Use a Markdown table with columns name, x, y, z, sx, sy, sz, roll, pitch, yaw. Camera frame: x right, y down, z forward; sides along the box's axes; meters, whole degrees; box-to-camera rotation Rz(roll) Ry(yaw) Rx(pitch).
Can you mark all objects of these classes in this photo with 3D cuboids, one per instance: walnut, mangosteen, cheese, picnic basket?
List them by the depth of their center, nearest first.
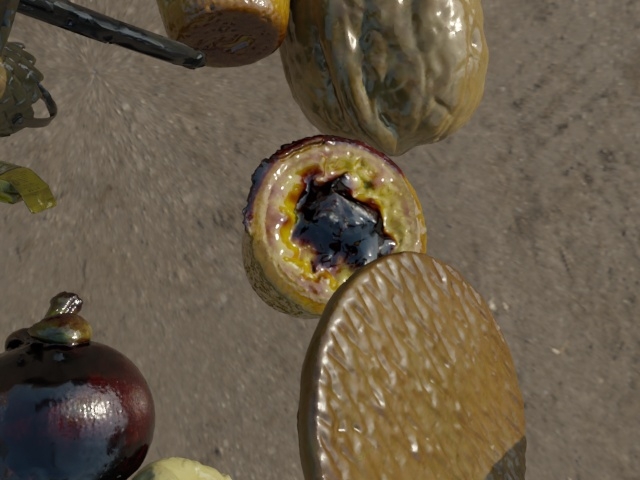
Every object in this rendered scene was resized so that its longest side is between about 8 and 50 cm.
| name | x | y | z | sx | sy | sz | roll | pitch | yaw |
| --- | --- | --- | --- | --- | --- | --- | --- | --- | --- |
| walnut | 0.083 | -0.269 | 1.343 | 0.277 | 0.252 | 0.312 | -8 | 95 | -4 |
| picnic basket | -0.446 | -0.213 | 1.393 | 0.138 | 0.178 | 0.128 | -40 | 73 | 24 |
| mangosteen | -0.398 | 0.258 | 1.478 | 0.297 | 0.297 | 0.293 | 1 | 111 | -13 |
| cheese | -0.195 | 0.442 | 1.530 | 0.214 | 0.226 | 0.117 | 22 | 126 | -40 |

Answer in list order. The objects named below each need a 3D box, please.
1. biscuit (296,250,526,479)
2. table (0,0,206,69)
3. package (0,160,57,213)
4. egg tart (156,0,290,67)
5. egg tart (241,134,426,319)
| name | x | y | z | sx | sy | sz | roll | pitch | yaw |
| --- | --- | --- | --- | --- | --- | --- | --- | --- | --- |
| biscuit | 0.072 | 0.138 | 0.721 | 0.262 | 0.037 | 0.261 | 16 | 69 | -46 |
| table | -0.200 | -0.257 | 0.753 | 0.249 | 0.317 | 0.317 | -11 | 106 | -53 |
| package | -0.485 | -0.086 | 1.554 | 0.131 | 0.071 | 0.047 | 18 | 111 | 21 |
| egg tart | -0.121 | -0.313 | 1.257 | 0.203 | 0.202 | 0.147 | -4 | 69 | -12 |
| egg tart | 0.000 | 0.000 | 1.116 | 0.215 | 0.171 | 0.215 | 7 | 69 | -19 |
